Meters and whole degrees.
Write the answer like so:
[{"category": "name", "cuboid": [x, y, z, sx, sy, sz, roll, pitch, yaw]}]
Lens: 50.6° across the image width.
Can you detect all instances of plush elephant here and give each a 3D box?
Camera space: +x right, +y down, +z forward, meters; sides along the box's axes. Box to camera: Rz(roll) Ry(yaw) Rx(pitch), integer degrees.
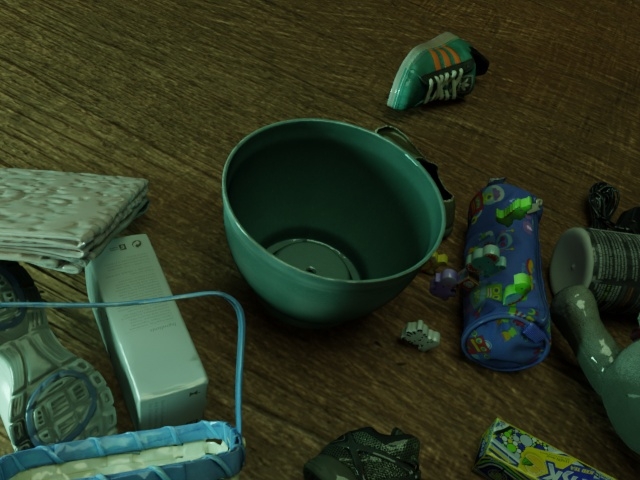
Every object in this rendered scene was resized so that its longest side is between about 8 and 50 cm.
[{"category": "plush elephant", "cuboid": [0.519, 0.176, 0.891, 0.255, 0.272, 0.330, -19, 85, -13]}]

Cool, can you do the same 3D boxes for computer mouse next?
[{"category": "computer mouse", "cuboid": [0.607, -0.004, 1.205, 0.272, 0.072, 0.188, 12, 48, 12]}]

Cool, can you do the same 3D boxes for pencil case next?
[{"category": "pencil case", "cuboid": [0.283, 0.044, 1.024, 0.119, 0.133, 0.306, 35, 44, -22]}]

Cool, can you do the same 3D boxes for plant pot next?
[{"category": "plant pot", "cuboid": [0.000, 0.000, 0.936, 0.293, 0.196, 0.293, 9, 47, -9]}]

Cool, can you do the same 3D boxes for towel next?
[{"category": "towel", "cuboid": [-0.396, -0.035, 0.830, 0.317, 0.053, 0.332, 4, 15, -3]}]

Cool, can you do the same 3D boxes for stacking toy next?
[{"category": "stacking toy", "cuboid": [0.204, 0.044, 0.953, 0.052, 0.221, 0.167, 34, 44, -21]}]

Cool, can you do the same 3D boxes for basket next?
[{"category": "basket", "cuboid": [-0.193, 0.195, 0.623, 0.255, 0.201, 0.289, -1, 89, -16]}]

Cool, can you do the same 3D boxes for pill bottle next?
[{"category": "pill bottle", "cuboid": [0.505, 0.056, 1.075, 0.246, 0.130, 0.130, 8, 48, -10]}]

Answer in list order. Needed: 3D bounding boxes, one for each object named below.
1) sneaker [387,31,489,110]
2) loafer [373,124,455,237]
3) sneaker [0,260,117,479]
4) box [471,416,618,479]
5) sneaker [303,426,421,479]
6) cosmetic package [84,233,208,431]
[{"category": "sneaker", "cuboid": [0.246, -0.333, 1.362, 0.121, 0.108, 0.302, 31, 47, 18]}, {"category": "loafer", "cuboid": [0.164, -0.119, 1.162, 0.094, 0.087, 0.251, -13, 54, -25]}, {"category": "sneaker", "cuboid": [-0.325, 0.158, 0.769, 0.111, 0.129, 0.297, -23, 77, -34]}, {"category": "box", "cuboid": [0.282, 0.296, 0.849, 0.169, 0.054, 0.059, 26, 47, 9]}, {"category": "sneaker", "cuboid": [0.101, 0.301, 0.772, 0.227, 0.087, 0.130, 38, 57, 25]}, {"category": "cosmetic package", "cuboid": [-0.217, 0.116, 0.827, 0.085, 0.117, 0.231, -13, 53, -25]}]
